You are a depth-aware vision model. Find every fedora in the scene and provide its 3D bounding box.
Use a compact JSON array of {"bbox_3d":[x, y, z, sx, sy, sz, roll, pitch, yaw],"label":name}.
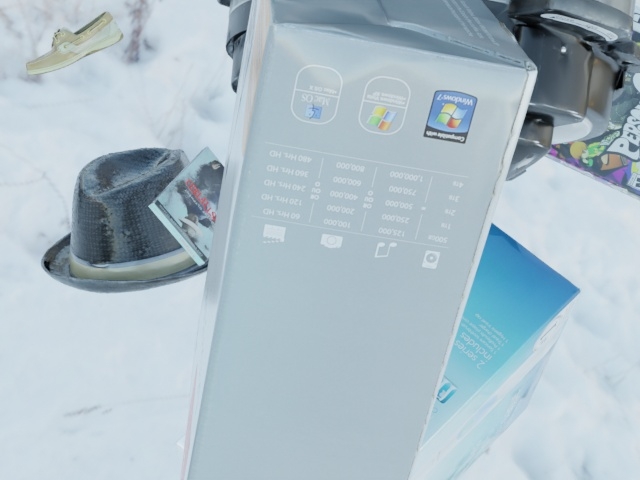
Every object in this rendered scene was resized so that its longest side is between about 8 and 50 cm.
[{"bbox_3d":[-0.265,-0.049,1.522,0.334,0.152,0.334,-3,22,1],"label":"fedora"}]

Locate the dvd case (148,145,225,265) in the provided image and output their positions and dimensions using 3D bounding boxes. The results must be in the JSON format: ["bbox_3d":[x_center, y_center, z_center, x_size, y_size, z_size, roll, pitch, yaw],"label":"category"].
[{"bbox_3d":[-0.129,-0.040,1.125,0.087,0.013,0.119,52,43,-15],"label":"dvd case"}]

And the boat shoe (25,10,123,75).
[{"bbox_3d":[-0.324,-0.256,1.320,0.135,0.050,0.045,-31,115,-21],"label":"boat shoe"}]

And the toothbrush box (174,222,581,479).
[{"bbox_3d":[0.044,0.142,0.790,0.295,0.216,0.126,-38,65,-25],"label":"toothbrush box"}]

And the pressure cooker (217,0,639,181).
[{"bbox_3d":[0.106,-0.238,0.918,0.376,0.420,0.370,7,-1,14],"label":"pressure cooker"}]

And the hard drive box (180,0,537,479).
[{"bbox_3d":[0.000,0.000,0.442,0.089,0.232,0.181,8,26,-8],"label":"hard drive box"}]

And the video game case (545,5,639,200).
[{"bbox_3d":[0.399,-0.195,1.363,0.210,0.232,0.042,27,1,8],"label":"video game case"}]
